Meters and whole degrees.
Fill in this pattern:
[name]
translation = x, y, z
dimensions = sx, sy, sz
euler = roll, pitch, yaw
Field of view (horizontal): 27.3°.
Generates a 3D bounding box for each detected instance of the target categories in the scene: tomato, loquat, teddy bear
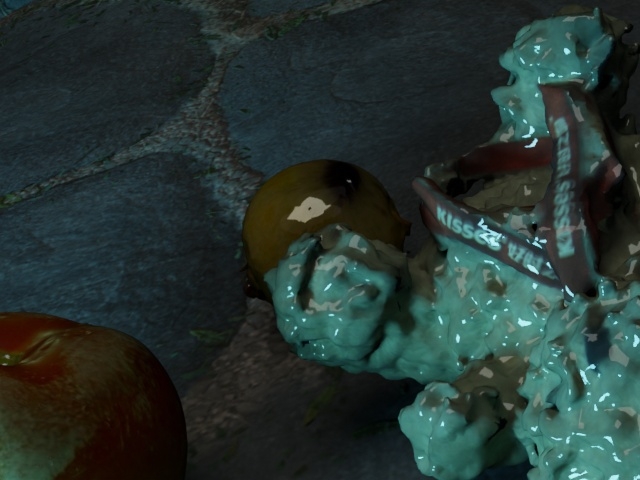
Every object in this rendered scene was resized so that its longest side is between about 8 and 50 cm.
[tomato]
translation = -0.230, 0.175, 0.949
dimensions = 0.270, 0.222, 0.270
euler = 0, 14, 0
[loquat]
translation = 0.000, 0.000, 1.166
dimensions = 0.163, 0.137, 0.163
euler = -11, 50, 14
[teddy bear]
translation = 0.188, 0.040, 0.915
dimensions = 0.357, 0.224, 0.367
euler = -41, 35, -5
